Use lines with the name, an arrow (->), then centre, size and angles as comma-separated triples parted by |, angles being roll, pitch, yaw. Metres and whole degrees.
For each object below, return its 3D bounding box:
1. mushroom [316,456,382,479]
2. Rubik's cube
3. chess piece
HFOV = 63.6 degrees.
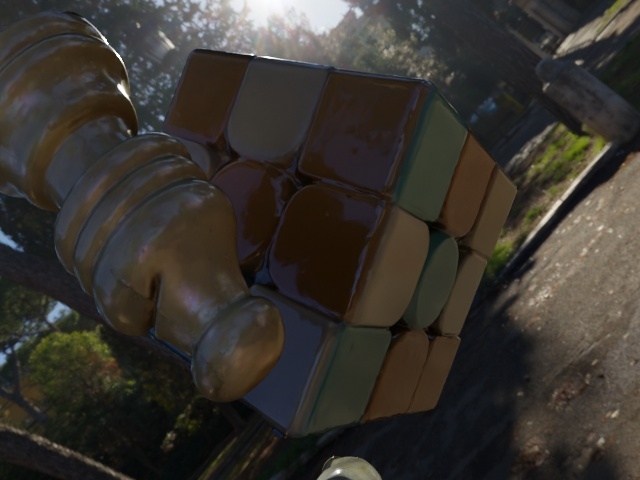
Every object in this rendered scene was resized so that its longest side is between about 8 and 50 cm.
mushroom -> 0.050, 0.421, 0.873 | 0.117, 0.103, 0.270 | -9, -14, 4
Rubik's cube -> 0.000, 0.000, 0.665 | 0.346, 0.346, 0.345 | 21, -89, -57
chess piece -> -0.133, -0.023, 0.369 | 0.138, 0.307, 0.124 | -38, -23, -20
